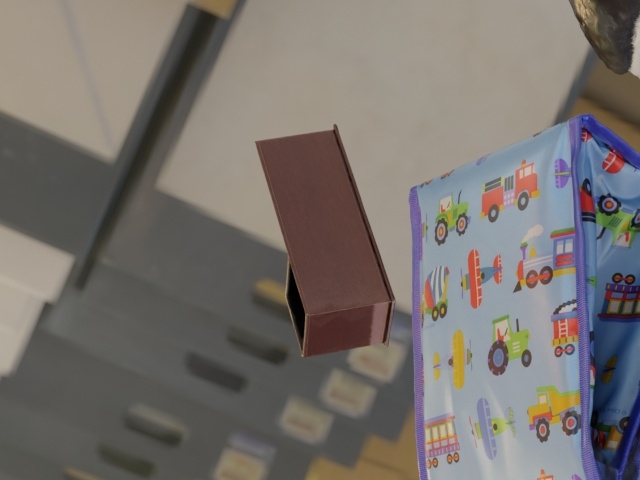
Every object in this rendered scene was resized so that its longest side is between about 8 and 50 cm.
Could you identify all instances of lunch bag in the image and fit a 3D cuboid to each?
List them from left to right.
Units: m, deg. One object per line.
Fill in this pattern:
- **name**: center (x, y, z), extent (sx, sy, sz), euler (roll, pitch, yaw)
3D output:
- **lunch bag**: center (0.157, 0.085, 1.338), extent (0.138, 0.293, 0.221), euler (20, 158, -25)

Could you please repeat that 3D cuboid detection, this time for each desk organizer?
- **desk organizer**: center (0.000, 0.000, 1.029), extent (0.050, 0.130, 0.047), euler (-9, 144, -11)

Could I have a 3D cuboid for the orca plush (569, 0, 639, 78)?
- **orca plush**: center (0.160, -0.182, 0.549), extent (0.102, 0.151, 0.287), euler (44, 130, 0)
